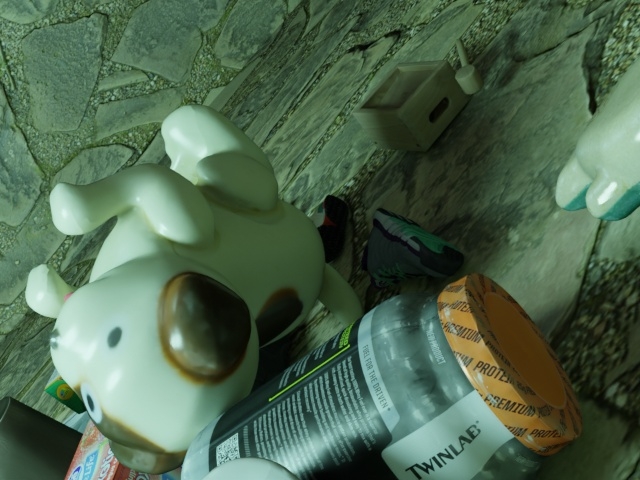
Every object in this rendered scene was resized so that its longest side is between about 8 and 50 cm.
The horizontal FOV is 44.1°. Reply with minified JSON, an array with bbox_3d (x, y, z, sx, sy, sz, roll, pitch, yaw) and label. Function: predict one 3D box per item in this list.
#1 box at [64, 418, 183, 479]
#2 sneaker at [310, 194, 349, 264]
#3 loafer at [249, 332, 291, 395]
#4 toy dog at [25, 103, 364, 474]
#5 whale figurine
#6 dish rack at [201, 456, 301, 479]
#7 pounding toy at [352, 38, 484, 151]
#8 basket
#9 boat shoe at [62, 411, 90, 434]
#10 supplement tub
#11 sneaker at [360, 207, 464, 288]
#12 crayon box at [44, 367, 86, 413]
[{"bbox_3d":[-0.233,0.336,0.988,0.142,0.154,0.299,-37,25,27],"label":"box"},{"bbox_3d":[0.000,0.000,1.275,0.075,0.057,0.161,-51,16,42],"label":"sneaker"},{"bbox_3d":[-0.102,0.193,1.085,0.095,0.109,0.302,-59,9,26],"label":"loafer"},{"bbox_3d":[-0.156,0.081,0.928,0.284,0.395,0.408,-49,8,25],"label":"toy dog"},{"bbox_3d":[0.328,-0.092,0.746,0.216,0.141,0.272,-55,-2,-20],"label":"whale figurine"},{"bbox_3d":[-0.061,0.351,0.565,0.333,0.285,0.072,-45,-18,7],"label":"dish rack"},{"bbox_3d":[0.189,-0.229,1.260,0.181,0.094,0.206,-49,30,-17],"label":"pounding toy"},{"bbox_3d":[-0.425,0.353,1.211,0.154,0.227,0.204,-42,22,15],"label":"basket"},{"bbox_3d":[-0.442,0.363,1.450,0.226,0.083,0.076,-47,7,-32],"label":"boat shoe"},{"bbox_3d":[0.047,0.174,0.682,0.316,0.193,0.193,-38,24,24],"label":"supplement tub"},{"bbox_3d":[0.109,0.031,1.003,0.098,0.083,0.223,-67,15,8],"label":"sneaker"},{"bbox_3d":[-0.357,0.148,1.385,0.165,0.081,0.278,-35,24,33],"label":"crayon box"}]
